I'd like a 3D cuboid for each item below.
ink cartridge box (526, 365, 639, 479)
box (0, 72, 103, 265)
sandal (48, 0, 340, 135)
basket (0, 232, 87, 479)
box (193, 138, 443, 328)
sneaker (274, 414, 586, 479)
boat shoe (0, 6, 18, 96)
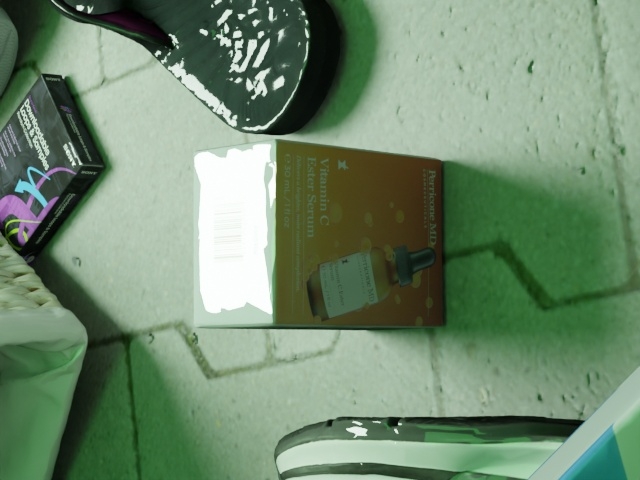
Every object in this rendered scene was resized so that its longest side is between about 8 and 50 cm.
[{"bbox_3d":[0.256,0.195,0.860,0.307,0.129,0.223,44,99,5],"label":"ink cartridge box"},{"bbox_3d":[-0.274,-0.063,1.614,0.162,0.029,0.116,-48,57,32],"label":"box"},{"bbox_3d":[-0.155,-0.235,1.445,0.445,0.107,0.168,35,112,41],"label":"sandal"},{"bbox_3d":[-0.435,0.149,1.541,0.266,0.328,0.331,47,127,40],"label":"basket"},{"bbox_3d":[0.000,0.000,1.230,0.091,0.170,0.130,-5,84,47],"label":"box"},{"bbox_3d":[0.139,0.242,1.077,0.447,0.169,0.258,-2,85,43],"label":"sneaker"},{"bbox_3d":[-0.419,-0.143,1.699,0.335,0.121,0.119,-46,62,36],"label":"boat shoe"}]
